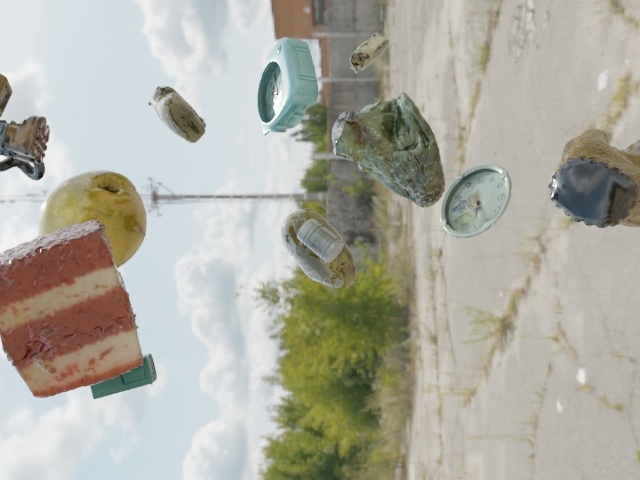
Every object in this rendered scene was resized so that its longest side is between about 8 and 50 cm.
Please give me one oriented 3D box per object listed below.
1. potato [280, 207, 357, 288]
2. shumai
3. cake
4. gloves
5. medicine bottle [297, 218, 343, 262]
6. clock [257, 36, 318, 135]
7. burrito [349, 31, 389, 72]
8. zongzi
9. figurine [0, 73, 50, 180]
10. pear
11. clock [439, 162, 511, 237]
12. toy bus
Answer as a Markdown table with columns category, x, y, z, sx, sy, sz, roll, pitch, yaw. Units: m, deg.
| category | x | y | z | sx | sy | sz | roll | pitch | yaw |
| --- | --- | --- | --- | --- | --- | --- | --- | --- | --- |
| potato | -0.009 | 0.027 | 1.969 | 0.141 | 0.296 | 0.192 | -32 | -28 | -33 |
| shumai | 0.145 | -0.175 | 1.459 | 0.222 | 0.203 | 0.272 | -130 | 15 | -82 |
| cake | -0.546 | 0.147 | 1.425 | 0.269 | 0.269 | 0.320 | 20 | 129 | 69 |
| gloves | 0.516 | -0.111 | 1.144 | 0.356 | 0.203 | 0.156 | -29 | -49 | -41 |
| medicine bottle | 0.000 | 0.000 | 1.455 | 0.058 | 0.091 | 0.058 | -43 | -21 | -21 |
| clock | -0.106 | -0.426 | 1.909 | 0.274 | 0.094 | 0.224 | -46 | 48 | 53 |
| burrito | 0.104 | -0.399 | 1.397 | 0.185 | 0.045 | 0.041 | -51 | -17 | -52 |
| zongzi | -0.409 | -0.363 | 1.945 | 0.194 | 0.099 | 0.197 | 45 | 177 | -30 |
| figurine | -0.715 | -0.251 | 1.244 | 0.261 | 0.381 | 0.186 | 127 | 153 | -65 |
| pear | -0.643 | -0.053 | 1.887 | 0.314 | 0.314 | 0.315 | 1 | -90 | -87 |
| clock | 0.440 | -0.105 | 1.849 | 0.053 | 0.236 | 0.237 | 31 | -132 | -36 |
| toy bus | -0.496 | 0.341 | 1.662 | 0.092 | 0.160 | 0.079 | 162 | 95 | -75 |
